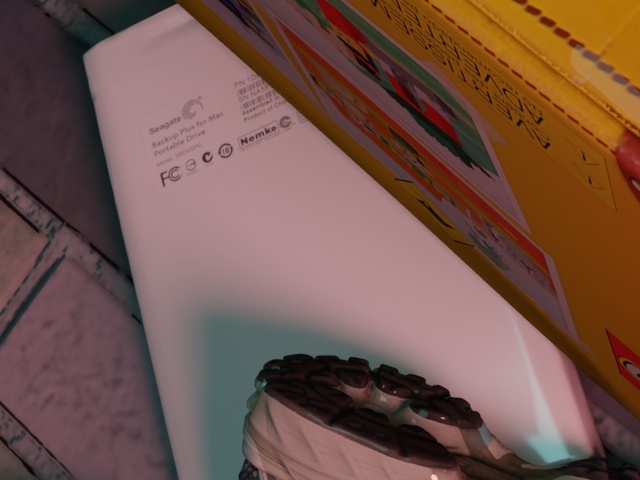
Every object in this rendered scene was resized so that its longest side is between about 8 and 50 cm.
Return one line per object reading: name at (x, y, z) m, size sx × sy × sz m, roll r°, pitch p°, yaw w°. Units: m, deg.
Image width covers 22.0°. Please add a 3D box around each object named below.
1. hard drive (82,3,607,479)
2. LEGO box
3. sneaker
hard drive at (0.000, 0.000, 0.829) m, size 0.203 × 0.040 × 0.308 m, roll -23°, pitch 67°, yaw 18°
LEGO box at (0.055, -0.144, 0.624) m, size 0.193 × 0.372 × 0.500 m, roll -45°, pitch 66°, yaw -4°
sneaker at (0.087, 0.153, 0.696) m, size 0.283 × 0.110 × 0.122 m, roll 25°, pitch 112°, yaw 22°
